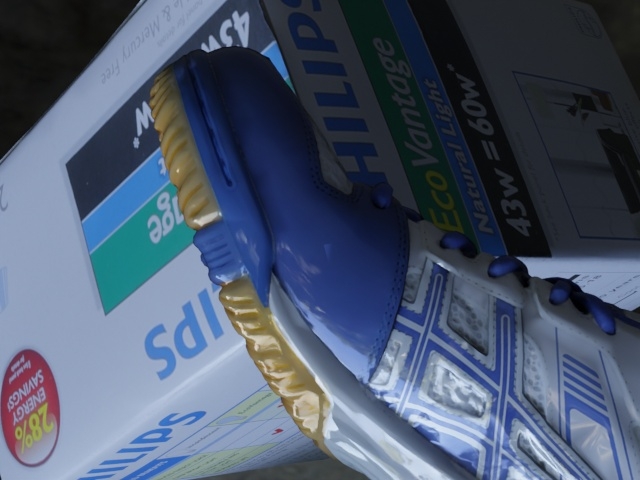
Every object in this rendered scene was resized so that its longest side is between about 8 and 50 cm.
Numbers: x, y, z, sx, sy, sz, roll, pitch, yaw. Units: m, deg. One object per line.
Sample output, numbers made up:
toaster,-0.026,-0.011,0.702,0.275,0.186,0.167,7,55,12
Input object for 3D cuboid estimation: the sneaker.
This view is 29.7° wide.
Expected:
sneaker,0.058,0.043,0.430,0.131,0.296,0.112,-34,-175,5

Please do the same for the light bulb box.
light bulb box,0.000,0.000,0.824,0.361,0.225,0.358,2,150,-45
